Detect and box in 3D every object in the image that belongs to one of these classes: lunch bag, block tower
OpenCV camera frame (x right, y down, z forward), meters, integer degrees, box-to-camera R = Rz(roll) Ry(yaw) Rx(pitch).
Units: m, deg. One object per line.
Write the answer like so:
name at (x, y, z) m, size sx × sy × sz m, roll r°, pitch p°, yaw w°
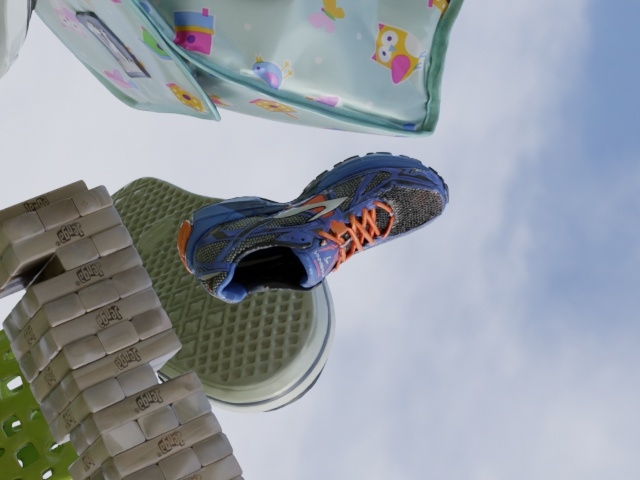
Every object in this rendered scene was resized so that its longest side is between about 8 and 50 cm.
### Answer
lunch bag at (-0.065, -0.159, 1.369) m, size 0.223 × 0.262 × 0.160 m, roll 17°, pitch -84°, yaw 65°
block tower at (-0.143, 0.121, 1.447) m, size 0.335 × 0.097 × 0.091 m, roll 62°, pitch -30°, yaw 8°

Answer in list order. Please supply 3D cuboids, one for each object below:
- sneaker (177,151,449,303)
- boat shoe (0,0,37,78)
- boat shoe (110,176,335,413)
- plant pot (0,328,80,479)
sneaker at (0.000, 0.000, 1.589) m, size 0.221 × 0.083 × 0.087 m, roll -20°, pitch -142°, yaw -1°
boat shoe at (-0.190, -0.168, 1.194) m, size 0.070 × 0.078 × 0.219 m, roll -51°, pitch 179°, yaw -32°
boat shoe at (-0.097, 0.066, 1.909) m, size 0.187 × 0.156 × 0.500 m, roll -42°, pitch -155°, yaw -10°
plant pot at (-0.337, 0.248, 2.206) m, size 0.207 × 0.227 × 0.228 m, roll -22°, pitch -125°, yaw -9°
